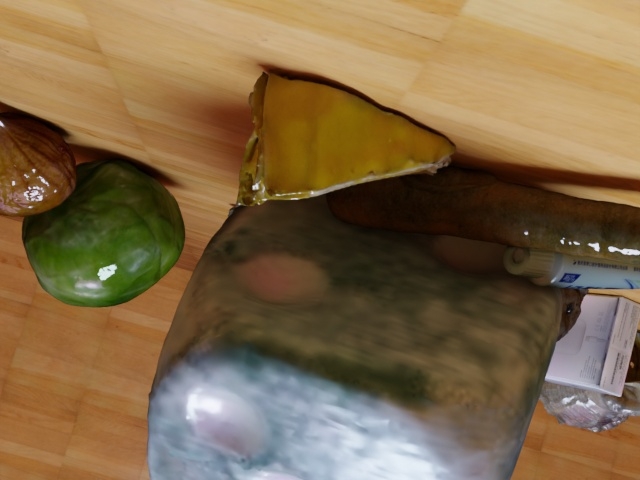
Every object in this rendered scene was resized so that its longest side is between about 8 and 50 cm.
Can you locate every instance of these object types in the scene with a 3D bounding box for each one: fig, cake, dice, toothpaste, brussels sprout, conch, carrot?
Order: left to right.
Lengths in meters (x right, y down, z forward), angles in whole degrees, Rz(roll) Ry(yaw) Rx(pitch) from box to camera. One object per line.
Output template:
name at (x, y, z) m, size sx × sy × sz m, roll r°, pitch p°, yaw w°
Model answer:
fig at (-0.401, -0.121, 1.144) m, size 0.146 × 0.134 × 0.201 m, roll -13°, pitch 144°, yaw 7°
brussels sprout at (-0.314, -0.011, 1.300) m, size 0.244 × 0.244 × 0.244 m, roll 16°, pitch 172°, yaw 2°
cake at (0.022, -0.056, 0.725) m, size 0.185 × 0.116 × 0.079 m, roll 29°, pitch 164°, yaw -38°
dice at (0.033, 0.154, 0.928) m, size 0.348 × 0.328 × 0.330 m, roll 19°, pitch -146°, yaw 16°
carrot at (0.151, -0.027, 0.788) m, size 0.342 × 0.070 × 0.070 m, roll 10°, pitch 170°, yaw 35°
conch at (0.468, 0.227, 1.498) m, size 0.163 × 0.178 × 0.245 m, roll 16°, pitch 172°, yaw -30°
toothpaste at (0.288, 0.028, 0.888) m, size 0.296 × 0.048 × 0.074 m, roll 7°, pitch 180°, yaw -37°

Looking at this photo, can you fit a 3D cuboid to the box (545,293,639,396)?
box at (0.371, 0.141, 1.280) m, size 0.051 × 0.130 × 0.129 m, roll 22°, pitch 170°, yaw -28°

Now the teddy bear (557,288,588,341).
teddy bear at (0.239, 0.078, 1.125) m, size 0.190 × 0.177 × 0.140 m, roll 16°, pitch -148°, yaw -30°

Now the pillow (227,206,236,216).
pillow at (0.002, 0.001, 1.384) m, size 0.255 × 0.034 × 0.189 m, roll 9°, pitch 169°, yaw 40°

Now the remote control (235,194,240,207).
remote control at (0.062, -0.007, 1.167) m, size 0.344 × 0.050 × 0.145 m, roll 20°, pitch 171°, yaw -29°
